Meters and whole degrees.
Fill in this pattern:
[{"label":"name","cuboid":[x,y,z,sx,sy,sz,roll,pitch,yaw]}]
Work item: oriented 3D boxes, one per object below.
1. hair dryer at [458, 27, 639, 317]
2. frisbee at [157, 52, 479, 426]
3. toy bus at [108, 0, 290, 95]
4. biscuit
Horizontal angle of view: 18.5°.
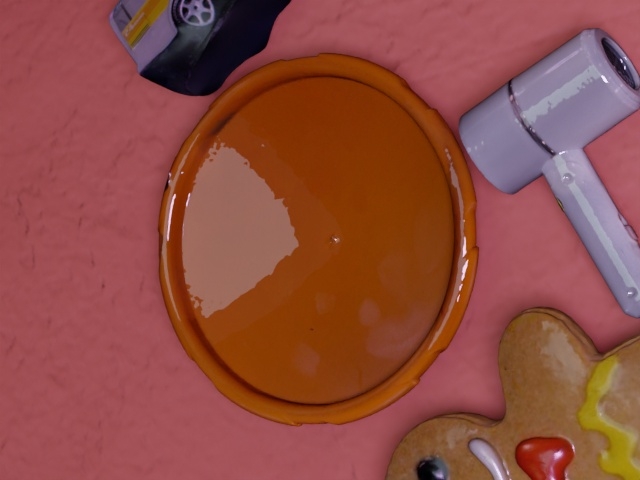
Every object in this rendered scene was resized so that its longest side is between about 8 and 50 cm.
[{"label":"hair dryer","cuboid":[0.131,-0.023,0.929,0.082,0.047,0.137,-34,75,25]},{"label":"frisbee","cuboid":[0.000,0.000,1.010,0.192,0.035,0.192,-2,86,33]},{"label":"toy bus","cuboid":[-0.040,-0.157,1.038,0.172,0.057,0.072,-52,54,18]},{"label":"biscuit","cuboid":[0.132,0.102,0.906,0.240,0.035,0.158,-21,84,28]}]
